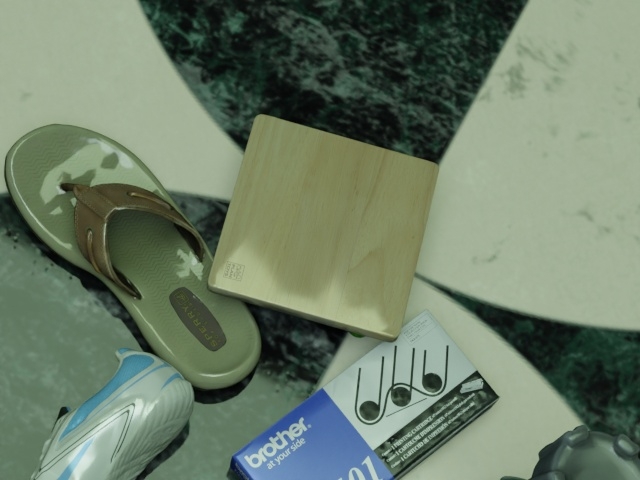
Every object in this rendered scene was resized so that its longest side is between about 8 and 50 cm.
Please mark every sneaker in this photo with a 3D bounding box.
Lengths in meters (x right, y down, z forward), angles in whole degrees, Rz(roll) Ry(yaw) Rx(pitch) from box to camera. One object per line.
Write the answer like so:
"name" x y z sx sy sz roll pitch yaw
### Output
"sneaker" -0.196 0.189 1.266 0.086 0.085 0.237 30 72 32

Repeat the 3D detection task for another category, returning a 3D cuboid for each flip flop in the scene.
"flip flop" -0.151 0.006 1.326 0.112 0.080 0.277 -37 79 -17

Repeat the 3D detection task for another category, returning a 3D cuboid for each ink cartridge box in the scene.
"ink cartridge box" 0.036 0.157 1.314 0.207 0.046 0.097 -36 78 -17

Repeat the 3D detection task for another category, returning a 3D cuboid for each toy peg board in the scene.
"toy peg board" 0.000 0.000 1.344 0.160 0.079 0.161 15 67 -1

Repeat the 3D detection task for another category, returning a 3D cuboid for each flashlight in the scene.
"flashlight" 0.164 0.202 1.177 0.103 0.304 0.103 16 69 0
